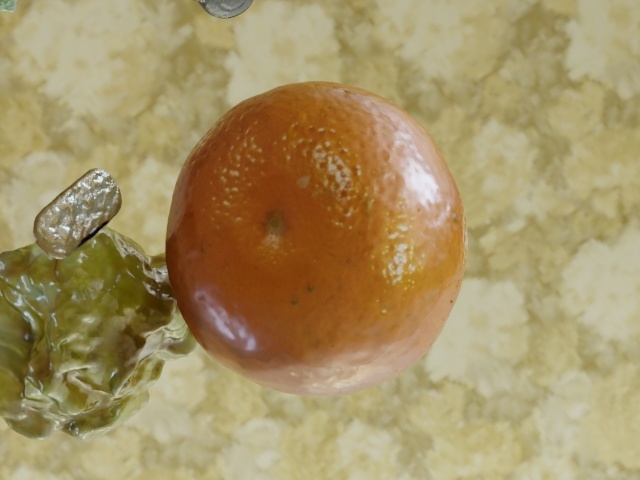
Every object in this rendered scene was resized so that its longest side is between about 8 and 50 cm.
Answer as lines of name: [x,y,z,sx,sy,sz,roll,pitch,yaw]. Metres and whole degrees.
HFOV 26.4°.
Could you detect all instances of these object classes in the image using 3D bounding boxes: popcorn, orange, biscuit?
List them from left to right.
biscuit: [-0.305,-0.034,1.728,0.018,0.071,0.147,-7,-150,48]
popcorn: [-0.342,0.123,1.978,0.334,0.293,0.292,-37,170,27]
orange: [0.000,0.000,1.831,0.424,0.424,0.326,-29,160,18]

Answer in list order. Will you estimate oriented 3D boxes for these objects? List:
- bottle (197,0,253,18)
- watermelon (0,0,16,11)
bottle: [-0.144,-0.329,1.489,0.244,0.082,0.072,56,-47,39]
watermelon: [-0.341,-0.345,1.276,0.140,0.193,0.256,-2,-149,-5]
